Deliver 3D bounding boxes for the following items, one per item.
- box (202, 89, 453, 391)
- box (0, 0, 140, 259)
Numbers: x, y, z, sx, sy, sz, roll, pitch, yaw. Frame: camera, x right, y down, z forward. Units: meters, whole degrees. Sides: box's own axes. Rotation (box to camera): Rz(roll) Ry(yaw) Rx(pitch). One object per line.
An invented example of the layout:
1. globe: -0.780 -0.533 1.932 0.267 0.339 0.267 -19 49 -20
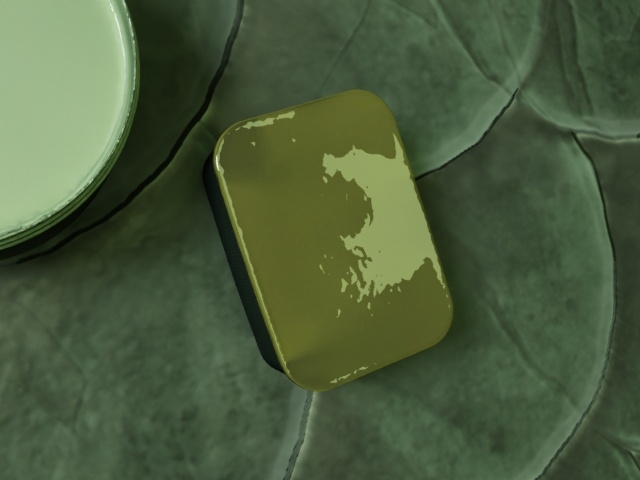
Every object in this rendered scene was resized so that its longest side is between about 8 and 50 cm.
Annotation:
1. box: 0.000 0.000 0.568 0.144 0.090 0.201 -21 95 -20
2. box: -0.232 -0.098 0.458 0.226 0.149 0.226 1 86 -21
